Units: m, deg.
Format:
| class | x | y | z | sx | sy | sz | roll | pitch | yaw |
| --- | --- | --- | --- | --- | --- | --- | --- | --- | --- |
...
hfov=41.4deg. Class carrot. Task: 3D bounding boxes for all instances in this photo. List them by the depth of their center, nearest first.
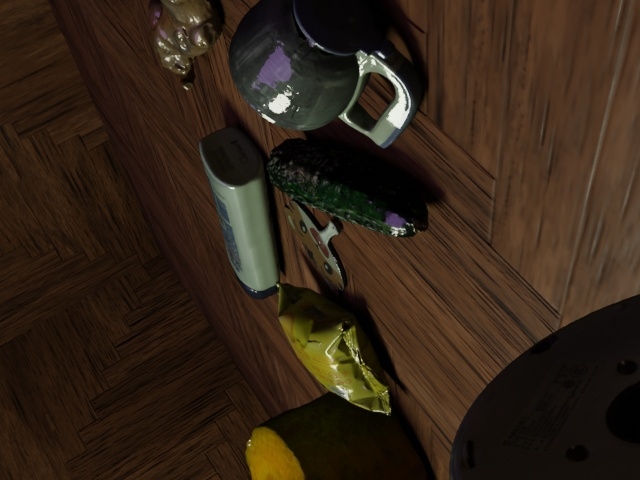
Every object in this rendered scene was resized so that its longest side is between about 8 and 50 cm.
| class | x | y | z | sx | sy | sz | roll | pitch | yaw |
| --- | --- | --- | --- | --- | --- | --- | --- | --- | --- |
| carrot | 0.002 | 0.368 | 1.294 | 0.241 | 0.340 | 0.241 | 40 | 142 | 40 |

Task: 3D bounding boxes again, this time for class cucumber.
| class | x | y | z | sx | sy | sz | roll | pitch | yaw |
| --- | --- | --- | --- | --- | --- | --- | --- | --- | --- |
| cucumber | 0.022 | -0.055 | 0.844 | 0.293 | 0.067 | 0.067 | 29 | 146 | 62 |

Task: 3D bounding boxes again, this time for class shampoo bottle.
| class | x | y | z | sx | sy | sz | roll | pitch | yaw |
| --- | --- | --- | --- | --- | --- | --- | --- | --- | --- |
| shampoo bottle | -0.122 | -0.037 | 1.331 | 0.134 | 0.078 | 0.359 | 56 | 166 | 27 |

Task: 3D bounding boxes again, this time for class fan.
| class | x | y | z | sx | sy | sz | roll | pitch | yaw |
| --- | --- | --- | --- | --- | --- | --- | --- | --- | --- |
| fan | 0.000 | 0.000 | 1.129 | 0.152 | 0.008 | 0.227 | 59 | 166 | 5 |

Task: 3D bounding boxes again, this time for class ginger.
| class | x | y | z | sx | sy | sz | roll | pitch | yaw |
| --- | --- | --- | --- | --- | --- | --- | --- | --- | --- |
| ginger | -0.172 | -0.277 | 1.054 | 0.290 | 0.084 | 0.122 | 155 | 107 | -79 |

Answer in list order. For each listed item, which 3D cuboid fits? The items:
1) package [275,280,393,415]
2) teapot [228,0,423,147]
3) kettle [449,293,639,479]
| class | x | y | z | sx | sy | sz | roll | pitch | yaw |
| --- | --- | --- | --- | --- | --- | --- | --- | --- | --- |
| package | 0.015 | 0.150 | 1.213 | 0.226 | 0.090 | 0.168 | 27 | 147 | 60 |
| teapot | 0.002 | -0.138 | 0.662 | 0.149 | 0.111 | 0.108 | 64 | 152 | 5 |
| kettle | 0.244 | 0.189 | 0.402 | 0.318 | 0.265 | 0.205 | 63 | -163 | -13 |
